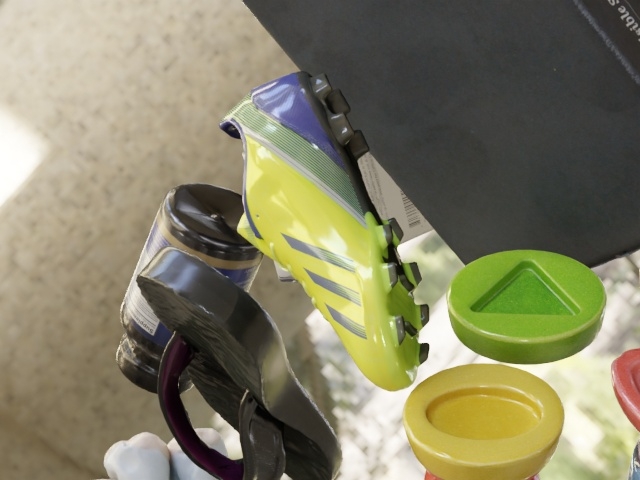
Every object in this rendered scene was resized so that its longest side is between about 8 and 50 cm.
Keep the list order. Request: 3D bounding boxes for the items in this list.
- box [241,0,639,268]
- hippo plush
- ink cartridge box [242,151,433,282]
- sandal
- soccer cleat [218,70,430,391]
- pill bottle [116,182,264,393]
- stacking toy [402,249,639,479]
[{"bbox_3d":[0.206,-0.293,1.530,0.480,0.297,0.472,49,47,-12],"label":"box"},{"bbox_3d":[-0.155,0.345,1.891,0.234,0.294,0.236,34,-18,-17],"label":"hippo plush"},{"bbox_3d":[0.030,-0.058,1.907,0.218,0.092,0.158,-23,99,-49],"label":"ink cartridge box"},{"bbox_3d":[-0.094,0.148,1.569,0.167,0.107,0.446,30,-18,25],"label":"sandal"},{"bbox_3d":[0.000,0.000,1.347,0.093,0.121,0.289,41,26,-64],"label":"soccer cleat"},{"bbox_3d":[-0.144,0.056,1.813,0.123,0.219,0.123,17,31,-11],"label":"pill bottle"},{"bbox_3d":[0.225,0.136,1.340,0.279,0.309,0.130,-81,169,-56],"label":"stacking toy"}]
